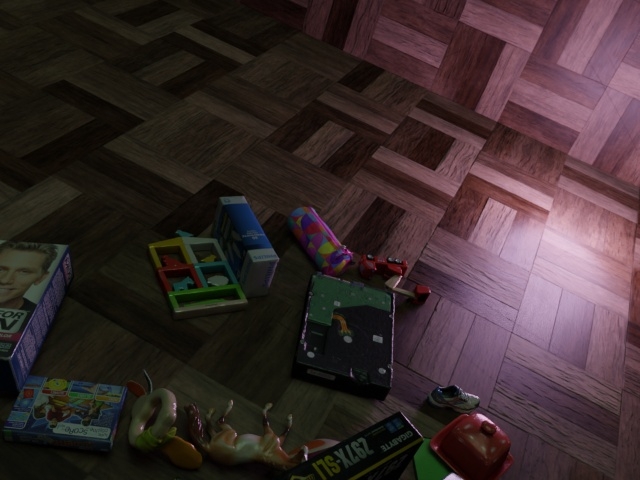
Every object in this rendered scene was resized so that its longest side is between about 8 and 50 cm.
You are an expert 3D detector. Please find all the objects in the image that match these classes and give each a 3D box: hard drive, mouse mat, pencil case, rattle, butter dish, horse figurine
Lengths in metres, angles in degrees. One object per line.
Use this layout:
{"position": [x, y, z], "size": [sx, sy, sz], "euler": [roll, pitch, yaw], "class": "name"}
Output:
{"position": [0.064, 0.231, 1.742], "size": [0.236, 0.064, 0.339], "euler": [16, 38, -5], "class": "hard drive"}
{"position": [0.278, 0.517, 1.527], "size": [0.152, 0.007, 0.190], "euler": [11, 37, -12], "class": "mouse mat"}
{"position": [0.000, 0.000, 1.975], "size": [0.104, 0.104, 0.236], "euler": [-13, 47, -36], "class": "pencil case"}
{"position": [-0.316, 0.359, 1.412], "size": [0.142, 0.130, 0.199], "euler": [21, 2, -28], "class": "rattle"}
{"position": [0.355, 0.447, 1.547], "size": [0.160, 0.118, 0.160], "euler": [-21, 53, -42], "class": "butter dish"}
{"position": [-0.153, 0.401, 1.411], "size": [0.263, 0.066, 0.174], "euler": [8, 31, -7], "class": "horse figurine"}

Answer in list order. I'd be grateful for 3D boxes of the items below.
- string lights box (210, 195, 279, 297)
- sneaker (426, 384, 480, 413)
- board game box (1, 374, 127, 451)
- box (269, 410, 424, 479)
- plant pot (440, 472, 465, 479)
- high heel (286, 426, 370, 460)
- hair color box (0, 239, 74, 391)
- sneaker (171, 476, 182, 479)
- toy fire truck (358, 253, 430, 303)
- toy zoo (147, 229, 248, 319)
{"position": [-0.204, 0.013, 1.833], "size": [0.076, 0.133, 0.260], "euler": [-4, 43, -30], "class": "string lights box"}
{"position": [0.330, 0.380, 1.679], "size": [0.135, 0.058, 0.052], "euler": [8, 38, -16], "class": "sneaker"}
{"position": [-0.495, 0.337, 1.357], "size": [0.201, 0.035, 0.136], "euler": [8, 38, -4], "class": "board game box"}
{"position": [0.017, 0.467, 1.263], "size": [0.322, 0.257, 0.079], "euler": [-15, 49, -38], "class": "box"}
{"position": [0.242, 0.572, 1.319], "size": [0.165, 0.166, 0.234], "euler": [31, 32, 14], "class": "plant pot"}
{"position": [0.044, 0.470, 1.450], "size": [0.244, 0.117, 0.082], "euler": [-11, 1, -18], "class": "high heel"}
{"position": [-0.661, 0.147, 1.457], "size": [0.173, 0.105, 0.347], "euler": [4, 38, -1], "class": "hair color box"}
{"position": [-0.252, 0.476, 1.316], "size": [0.083, 0.031, 0.035], "euler": [29, 37, 12], "class": "sneaker"}
{"position": [0.206, 0.110, 1.972], "size": [0.192, 0.047, 0.135], "euler": [9, 39, -13], "class": "toy fire truck"}
{"position": [-0.326, 0.077, 1.783], "size": [0.192, 0.030, 0.293], "euler": [-6, 43, -30], "class": "toy zoo"}
